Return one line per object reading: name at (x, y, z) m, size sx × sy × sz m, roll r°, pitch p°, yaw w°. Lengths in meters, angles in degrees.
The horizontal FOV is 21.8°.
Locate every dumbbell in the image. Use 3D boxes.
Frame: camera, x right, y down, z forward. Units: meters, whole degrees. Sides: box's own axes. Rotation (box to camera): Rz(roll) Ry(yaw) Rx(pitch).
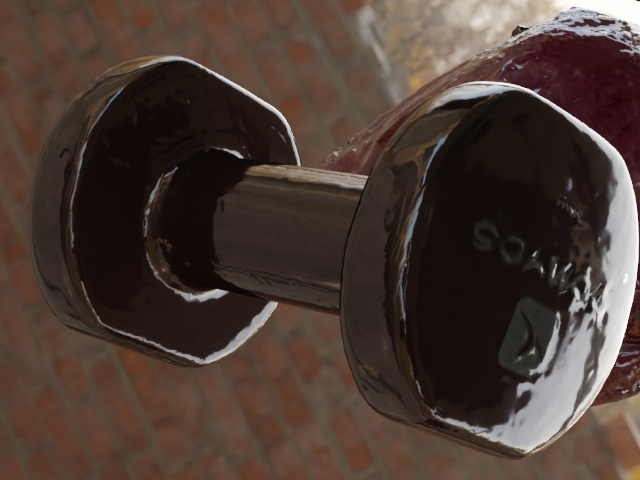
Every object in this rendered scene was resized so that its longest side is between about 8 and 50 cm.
dumbbell at (0.000, 0.000, 0.646) m, size 0.225 × 0.124 × 0.140 m, roll 10°, pitch -11°, yaw 45°

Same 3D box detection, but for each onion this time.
onion at (0.132, -0.029, 0.985) m, size 0.247 × 0.250 × 0.111 m, roll 55°, pitch -3°, yaw 25°

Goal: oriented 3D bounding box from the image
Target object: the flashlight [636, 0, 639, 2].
flashlight at (0.165, -0.041, 0.473) m, size 0.232 × 0.093 × 0.093 m, roll 45°, pitch 3°, yaw 4°
